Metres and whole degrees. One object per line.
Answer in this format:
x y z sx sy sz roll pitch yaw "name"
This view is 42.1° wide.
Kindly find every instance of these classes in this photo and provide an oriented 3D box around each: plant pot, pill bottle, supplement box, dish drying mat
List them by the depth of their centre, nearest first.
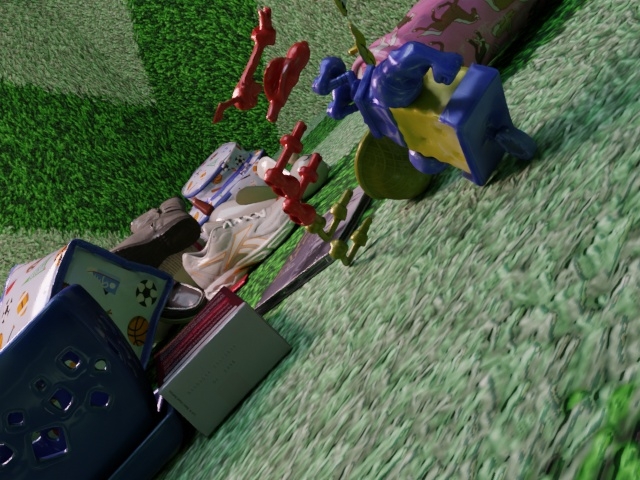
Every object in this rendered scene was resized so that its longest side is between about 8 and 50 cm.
-0.289 0.204 0.936 0.236 0.212 0.236 -47 10 -8 "plant pot"
-0.120 0.128 0.952 0.130 0.073 0.239 -46 10 -7 "supplement box"
-0.157 0.091 1.478 0.083 0.008 0.032 -41 11 23 "dish drying mat"
-0.356 0.116 1.770 0.283 0.160 0.160 -52 11 -34 "pill bottle"

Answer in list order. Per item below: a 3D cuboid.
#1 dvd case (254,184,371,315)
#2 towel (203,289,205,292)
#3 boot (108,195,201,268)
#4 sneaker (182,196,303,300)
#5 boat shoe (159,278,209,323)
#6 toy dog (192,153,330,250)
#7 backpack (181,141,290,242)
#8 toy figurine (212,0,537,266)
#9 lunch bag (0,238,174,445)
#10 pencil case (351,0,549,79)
0.000 0.000 1.151 0.164 0.018 0.221 -39 11 37 "dvd case"
-0.170 0.057 1.645 0.237 0.021 0.102 -43 9 16 "towel"
-0.372 0.002 1.737 0.246 0.083 0.161 -29 29 -13 "boot"
-0.145 -0.010 1.512 0.262 0.121 0.099 -44 10 7 "sneaker"
-0.313 0.104 1.592 0.223 0.073 0.080 6 56 31 "boat shoe"
-0.143 -0.091 1.724 0.333 0.161 0.220 -44 10 11 "toy dog"
-0.222 -0.108 2.060 0.263 0.213 0.276 -57 14 -6 "backpack"
0.093 -0.079 0.771 0.191 0.217 0.362 -63 -30 -16 "toy figurine"
-0.461 0.220 1.429 0.328 0.239 0.385 -14 58 54 "lunch bag"
0.205 -0.316 1.188 0.386 0.160 0.167 -50 -19 -22 "pencil case"
